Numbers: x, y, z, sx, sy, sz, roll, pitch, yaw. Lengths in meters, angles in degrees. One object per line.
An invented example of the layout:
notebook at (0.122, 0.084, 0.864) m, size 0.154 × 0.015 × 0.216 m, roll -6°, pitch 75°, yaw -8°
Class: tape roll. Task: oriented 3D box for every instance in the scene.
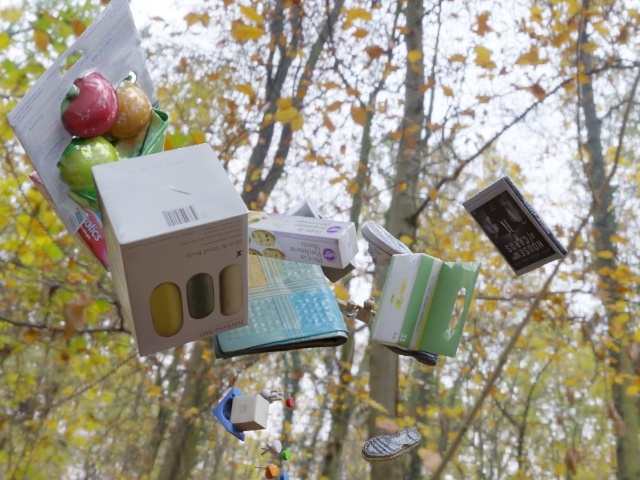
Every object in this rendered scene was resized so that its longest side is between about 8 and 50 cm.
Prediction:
tape roll at (0.000, 0.000, 1.783) m, size 0.072 × 0.219 × 0.219 m, roll -37°, pitch -50°, yaw 6°

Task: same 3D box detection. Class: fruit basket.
fruit basket at (-0.415, -0.221, 1.286) m, size 0.166 × 0.327 × 0.353 m, roll 19°, pitch -29°, yaw 17°

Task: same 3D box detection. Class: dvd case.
dvd case at (0.476, -0.033, 1.757) m, size 0.238 × 0.030 × 0.179 m, roll 53°, pitch -29°, yaw 2°

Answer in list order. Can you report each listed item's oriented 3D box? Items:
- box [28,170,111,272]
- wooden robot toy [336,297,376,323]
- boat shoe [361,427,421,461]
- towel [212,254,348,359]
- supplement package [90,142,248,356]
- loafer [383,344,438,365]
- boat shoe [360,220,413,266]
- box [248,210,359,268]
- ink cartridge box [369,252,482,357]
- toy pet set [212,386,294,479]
box at (-0.519, -0.069, 1.603) m, size 0.128 × 0.123 × 0.256 m, roll 22°, pitch -34°, yaw 46°
wooden robot toy at (0.128, 0.198, 2.121) m, size 0.173 × 0.076 × 0.079 m, roll 24°, pitch -75°, yaw -10°
boat shoe at (0.185, 0.562, 1.893) m, size 0.190 × 0.068 × 0.072 m, roll -4°, pitch -50°, yaw -32°
towel at (-0.117, 0.094, 1.496) m, size 0.272 × 0.370 × 0.040 m, roll -5°, pitch -50°, yaw -18°
supplement package at (-0.242, 0.015, 1.177) m, size 0.200 × 0.198 × 0.262 m, roll -15°, pitch -43°, yaw -21°
loafer at (0.246, 0.289, 1.956) m, size 0.170 × 0.061 × 0.062 m, roll 21°, pitch -19°, yaw 7°
boat shoe at (0.171, 0.033, 1.888) m, size 0.084 × 0.095 × 0.258 m, roll -40°, pitch -43°, yaw 14°
box at (-0.084, -0.009, 1.321) m, size 0.324 × 0.063 × 0.067 m, roll 8°, pitch -56°, yaw 32°
ink cartridge box at (0.177, 0.109, 1.250) m, size 0.056 × 0.171 × 0.235 m, roll 20°, pitch -9°, yaw -17°
toy pet set at (-0.092, 0.259, 0.971) m, size 0.065 × 0.122 × 0.114 m, roll -12°, pitch -37°, yaw 22°
